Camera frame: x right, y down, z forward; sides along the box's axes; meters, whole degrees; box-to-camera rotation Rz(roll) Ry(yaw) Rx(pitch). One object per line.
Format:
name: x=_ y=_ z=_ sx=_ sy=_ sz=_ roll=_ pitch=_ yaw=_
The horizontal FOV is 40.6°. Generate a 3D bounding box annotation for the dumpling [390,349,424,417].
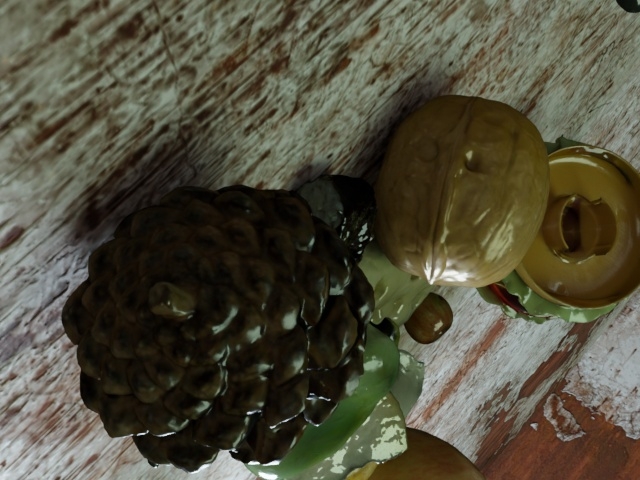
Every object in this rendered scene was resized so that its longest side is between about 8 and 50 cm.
dumpling: x=0.081 y=0.231 z=1.346 sx=0.188 sy=0.108 sz=0.127 roll=-31 pitch=125 yaw=-11

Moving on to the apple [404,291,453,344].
apple: x=0.171 y=0.124 z=1.386 sx=0.084 sy=0.071 sz=0.084 roll=-36 pitch=156 yaw=-19

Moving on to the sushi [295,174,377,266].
sushi: x=0.000 y=0.000 z=0.916 sx=0.078 sy=0.090 sz=0.150 roll=-1 pitch=120 yaw=-48

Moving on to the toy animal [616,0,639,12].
toy animal: x=0.427 y=-0.397 z=1.119 sx=0.146 sy=0.115 sz=0.245 roll=-52 pitch=134 yaw=-15

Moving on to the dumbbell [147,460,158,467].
dumbbell: x=-0.120 y=0.150 z=0.894 sx=0.208 sy=0.099 sz=0.099 roll=-57 pitch=154 yaw=10

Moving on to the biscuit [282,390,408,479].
biscuit: x=-0.014 y=0.226 z=1.049 sx=0.040 sy=0.266 sz=0.188 roll=-168 pitch=-91 yaw=-75

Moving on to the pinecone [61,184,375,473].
pinecone: x=-0.070 y=0.061 z=0.714 sx=0.257 sy=0.243 sz=0.243 roll=-27 pitch=146 yaw=-62

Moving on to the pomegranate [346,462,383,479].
pomegranate: x=0.018 y=0.255 z=1.170 sx=0.196 sy=0.196 sz=0.196 roll=-39 pitch=152 yaw=-26

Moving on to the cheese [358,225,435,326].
cheese: x=0.065 y=0.053 z=1.091 sx=0.263 sy=0.093 sz=0.159 roll=-15 pitch=138 yaw=-52

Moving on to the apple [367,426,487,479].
apple: x=0.102 y=0.488 z=1.398 sx=0.347 sy=0.391 sz=0.391 roll=13 pitch=113 yaw=-42

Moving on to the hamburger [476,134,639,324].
hamburger: x=0.335 y=-0.010 z=1.279 sx=0.274 sy=0.274 sz=0.212 roll=-44 pitch=-171 yaw=-17

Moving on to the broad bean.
broad bean: x=0.000 y=0.170 z=0.962 sx=0.228 sy=0.100 sz=0.169 roll=-39 pitch=140 yaw=-3

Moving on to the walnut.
walnut: x=0.157 y=-0.057 z=0.976 sx=0.225 sy=0.193 sz=0.193 roll=-63 pitch=157 yaw=-14
